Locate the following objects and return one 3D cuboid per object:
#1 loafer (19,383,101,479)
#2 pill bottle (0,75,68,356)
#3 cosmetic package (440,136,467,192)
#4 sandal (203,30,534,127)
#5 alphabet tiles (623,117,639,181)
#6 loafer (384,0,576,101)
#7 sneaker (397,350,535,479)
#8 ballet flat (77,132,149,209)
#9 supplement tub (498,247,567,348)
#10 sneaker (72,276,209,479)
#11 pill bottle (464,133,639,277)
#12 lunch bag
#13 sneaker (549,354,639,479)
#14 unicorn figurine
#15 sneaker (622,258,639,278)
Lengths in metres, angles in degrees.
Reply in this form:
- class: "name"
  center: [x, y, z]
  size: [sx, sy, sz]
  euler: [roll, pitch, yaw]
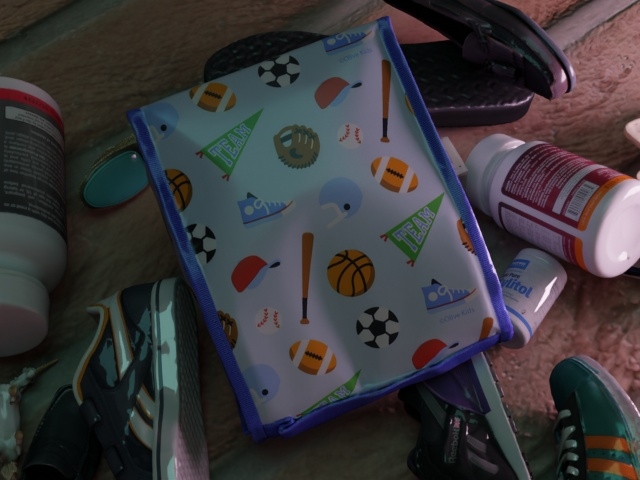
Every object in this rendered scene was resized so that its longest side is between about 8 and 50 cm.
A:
- class: "loafer"
  center: [-0.290, 0.255, 1.368]
  size: [0.076, 0.078, 0.223]
  euler: [5, 57, 5]
- class: "pill bottle"
  center: [-0.394, -0.027, 1.498]
  size: [0.176, 0.176, 0.319]
  euler: [-8, 57, -3]
- class: "cosmetic package"
  center: [0.149, -0.068, 1.544]
  size: [0.041, 0.115, 0.060]
  euler: [-21, 57, -11]
- class: "sandal"
  center: [0.066, -0.182, 1.643]
  size: [0.445, 0.107, 0.168]
  euler: [-1, 55, -14]
- class: "alphabet tiles"
  center: [0.523, -0.078, 1.547]
  size: [0.284, 0.021, 0.278]
  euler: [-24, 56, -33]
- class: "loafer"
  center: [0.199, -0.268, 1.622]
  size: [0.095, 0.109, 0.302]
  euler: [-37, 62, -13]
- class: "sneaker"
  center: [0.164, 0.260, 1.351]
  size: [0.124, 0.107, 0.283]
  euler: [-18, 50, 1]
- class: "ballet flat"
  center: [-0.238, -0.111, 1.625]
  size: [0.206, 0.073, 0.067]
  euler: [-35, 35, -22]
- class: "supplement tub"
  center: [0.239, 0.070, 1.478]
  size: [0.071, 0.071, 0.107]
  euler: [28, 62, 19]
- class: "sneaker"
  center: [-0.198, 0.202, 1.376]
  size: [0.127, 0.126, 0.321]
  euler: [-11, 62, 8]
- class: "pill bottle"
  center: [0.281, -0.049, 1.493]
  size: [0.121, 0.121, 0.221]
  euler: [-39, 43, -21]
- class: "lunch bag"
  center: [0.000, 0.000, 1.410]
  size: [0.327, 0.239, 0.386]
  euler: [-23, 75, -4]
- class: "sneaker"
  center: [0.294, 0.263, 1.327]
  size: [0.121, 0.108, 0.302]
  euler: [-13, 59, -11]
- class: "unicorn figurine"
  center: [-0.351, 0.194, 1.407]
  size: [0.060, 0.111, 0.162]
  euler: [13, 72, -4]
- class: "sneaker"
  center: [0.460, 0.003, 1.508]
  size: [0.216, 0.079, 0.121]
  euler: [20, 61, 16]
